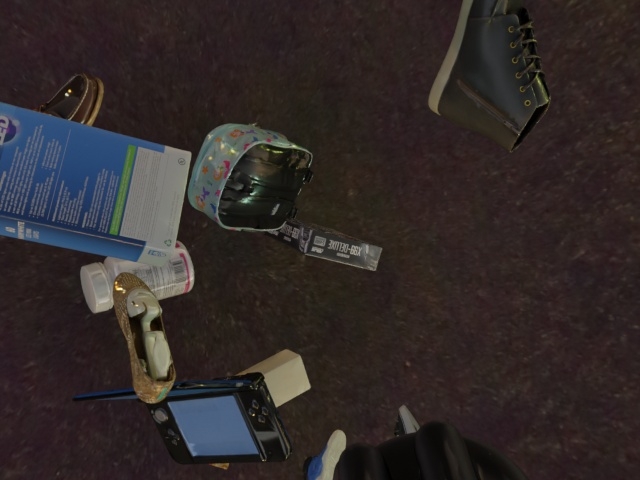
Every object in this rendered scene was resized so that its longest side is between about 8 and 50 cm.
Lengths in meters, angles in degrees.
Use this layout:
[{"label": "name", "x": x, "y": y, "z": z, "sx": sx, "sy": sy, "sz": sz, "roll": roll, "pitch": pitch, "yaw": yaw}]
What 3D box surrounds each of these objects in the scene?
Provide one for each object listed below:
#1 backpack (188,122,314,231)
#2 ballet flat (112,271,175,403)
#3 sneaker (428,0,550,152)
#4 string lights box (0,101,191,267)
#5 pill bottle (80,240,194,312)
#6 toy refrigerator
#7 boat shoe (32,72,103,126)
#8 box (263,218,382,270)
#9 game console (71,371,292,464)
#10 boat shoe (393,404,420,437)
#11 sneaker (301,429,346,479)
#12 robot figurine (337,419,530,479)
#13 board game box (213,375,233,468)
[{"label": "backpack", "x": -0.163, "y": -0.137, "z": 1.375, "sx": 0.191, "sy": 0.253, "sz": 0.225, "roll": 32, "pitch": 108, "yaw": 23}, {"label": "ballet flat", "x": -0.251, "y": 0.131, "z": 0.943, "sx": 0.073, "sy": 0.067, "sz": 0.206, "roll": -2, "pitch": 65, "yaw": -45}, {"label": "sneaker", "x": 0.206, "y": -0.208, "z": 0.672, "sx": 0.118, "sy": 0.222, "sz": 0.083, "roll": 37, "pitch": 45, "yaw": 23}, {"label": "string lights box", "x": -0.293, "y": -0.064, "z": 0.744, "sx": 0.260, "sy": 0.077, "sz": 0.133, "roll": 14, "pitch": 69, "yaw": -20}, {"label": "pill bottle", "x": -0.520, "y": 0.104, "z": 1.837, "sx": 0.283, "sy": 0.160, "sz": 0.160, "roll": -14, "pitch": 92, "yaw": -32}, {"label": "toy refrigerator", "x": -0.171, "y": 0.395, "z": 1.695, "sx": 0.270, "sy": 0.094, "sz": 0.102, "roll": -24, "pitch": 105, "yaw": -27}, {"label": "boat shoe", "x": -0.401, "y": -0.162, "z": 0.956, "sx": 0.073, "sy": 0.073, "sz": 0.207, "roll": 42, "pitch": 102, "yaw": 34}, {"label": "box", "x": 0.000, "y": 0.000, "z": 1.936, "sx": 0.243, "sy": 0.307, "sz": 0.076, "roll": 15, "pitch": 94, "yaw": -30}, {"label": "game console", "x": -0.239, "y": 0.326, "z": 1.128, "sx": 0.293, "sy": 0.173, "sz": 0.250, "roll": -13, "pitch": 104, "yaw": 31}, {"label": "boat shoe", "x": 0.140, "y": 0.317, "z": 1.066, "sx": 0.040, "sy": 0.142, "sz": 0.049, "roll": -34, "pitch": 98, "yaw": 6}, {"label": "sneaker", "x": 0.003, "y": 0.518, "z": 1.541, "sx": 0.058, "sy": 0.085, "sz": 0.152, "roll": 24, "pitch": 80, "yaw": -39}, {"label": "robot figurine", "x": 0.097, "y": 0.259, "z": 0.498, "sx": 0.173, "sy": 0.209, "sz": 0.278, "roll": -52, "pitch": 135, "yaw": -34}, {"label": "board game box", "x": -0.210, "y": 0.408, "z": 1.469, "sx": 0.045, "sy": 0.147, "sz": 0.193, "roll": 20, "pitch": 74, "yaw": -11}]
